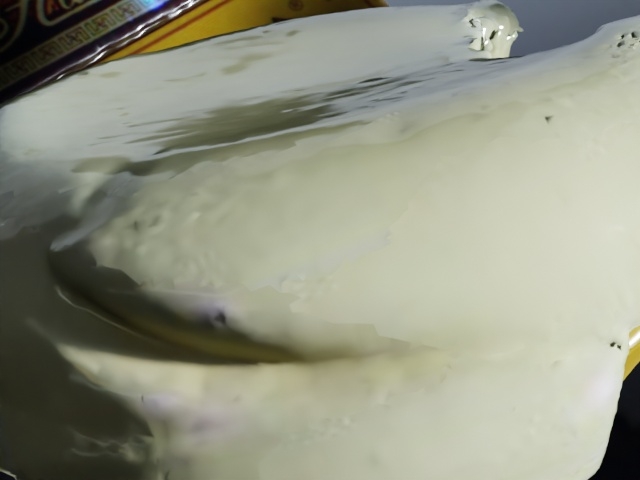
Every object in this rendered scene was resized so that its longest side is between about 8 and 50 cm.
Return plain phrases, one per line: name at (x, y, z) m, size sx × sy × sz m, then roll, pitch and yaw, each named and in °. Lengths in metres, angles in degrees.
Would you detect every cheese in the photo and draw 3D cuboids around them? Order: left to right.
cheese at (0.000, 0.000, 0.478) m, size 0.233 × 0.266 × 0.127 m, roll -15°, pitch 109°, yaw -4°

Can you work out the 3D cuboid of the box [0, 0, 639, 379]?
box at (-0.051, -0.024, 0.802) m, size 0.415 × 0.264 × 0.116 m, roll 49°, pitch 155°, yaw 16°
